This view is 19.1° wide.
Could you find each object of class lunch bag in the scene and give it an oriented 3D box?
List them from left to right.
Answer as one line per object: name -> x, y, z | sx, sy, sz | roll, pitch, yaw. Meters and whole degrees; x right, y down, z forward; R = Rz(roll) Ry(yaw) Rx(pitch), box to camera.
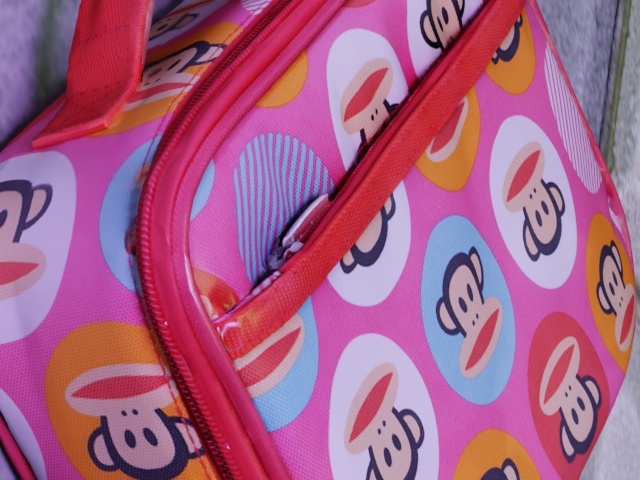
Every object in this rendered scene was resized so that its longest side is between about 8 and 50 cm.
lunch bag -> 0.000, 0.000, 0.672 | 0.258, 0.120, 0.293 | 65, 34, -21
